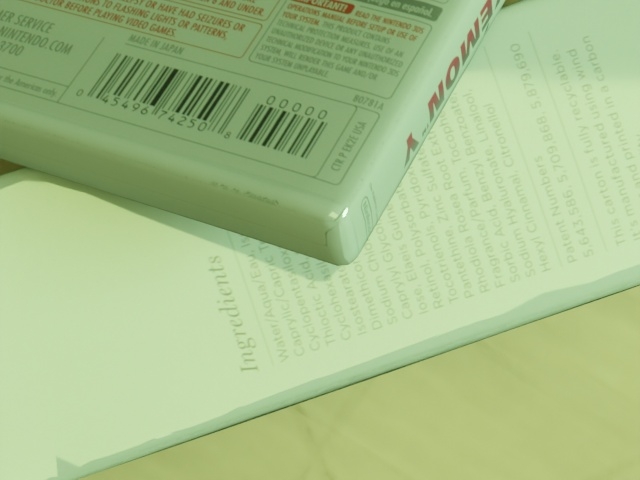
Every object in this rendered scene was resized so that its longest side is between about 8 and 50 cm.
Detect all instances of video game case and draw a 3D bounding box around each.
[{"bbox_3d":[-0.043,-0.093,0.501,0.201,0.023,0.183,17,58,22],"label":"video game case"}]

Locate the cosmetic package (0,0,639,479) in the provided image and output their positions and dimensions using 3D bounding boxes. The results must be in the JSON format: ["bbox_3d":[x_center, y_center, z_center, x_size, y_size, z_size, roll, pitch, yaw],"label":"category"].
[{"bbox_3d":[0.000,0.000,0.522,0.231,0.117,0.085,-17,86,-6],"label":"cosmetic package"}]
